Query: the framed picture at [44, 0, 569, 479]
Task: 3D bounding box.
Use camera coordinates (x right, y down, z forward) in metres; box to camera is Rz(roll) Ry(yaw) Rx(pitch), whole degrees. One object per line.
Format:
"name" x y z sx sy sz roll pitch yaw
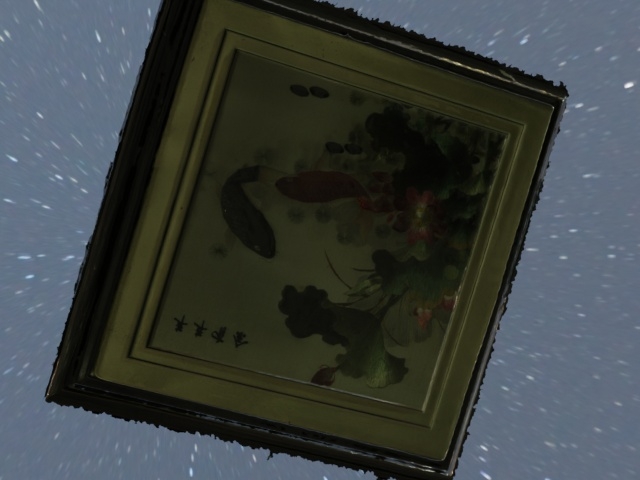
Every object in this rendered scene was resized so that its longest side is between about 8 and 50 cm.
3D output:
"framed picture" 0.000 0.000 0.656 0.195 0.010 0.199 16 -86 -19
